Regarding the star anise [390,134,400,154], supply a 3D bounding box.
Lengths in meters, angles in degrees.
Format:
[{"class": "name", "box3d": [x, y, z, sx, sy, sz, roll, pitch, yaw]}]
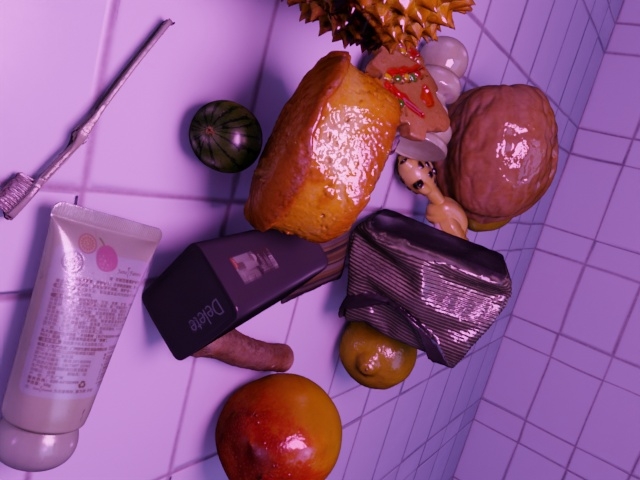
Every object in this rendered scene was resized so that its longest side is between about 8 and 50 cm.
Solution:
[{"class": "star anise", "box3d": [0.044, -0.167, 0.911, 0.236, 0.093, 0.229, -2, 96, -39]}]

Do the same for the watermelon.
[{"class": "watermelon", "box3d": [-0.125, -0.137, 0.702, 0.109, 0.108, 0.109, -33, 134, -42]}]

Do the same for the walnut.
[{"class": "walnut", "box3d": [0.431, -0.209, 1.283, 0.306, 0.306, 0.344, -12, 115, -52]}]

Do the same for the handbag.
[{"class": "handbag", "box3d": [0.211, 0.097, 1.111, 0.247, 0.340, 0.240, -34, 146, -71]}]

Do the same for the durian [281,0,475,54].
[{"class": "durian", "box3d": [0.061, -0.398, 0.613, 0.384, 0.347, 0.348, -12, 119, -41]}]

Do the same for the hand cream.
[{"class": "hand cream", "box3d": [-0.294, 0.115, 0.614, 0.147, 0.093, 0.306, 21, 90, -52]}]

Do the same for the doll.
[{"class": "doll", "box3d": [0.269, -0.100, 1.232, 0.291, 0.086, 0.117, 48, 35, -28]}]

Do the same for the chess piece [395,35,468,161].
[{"class": "chess piece", "box3d": [0.231, -0.309, 1.092, 0.144, 0.144, 0.252, 30, 77, -57]}]

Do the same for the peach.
[{"class": "peach", "box3d": [-0.075, 0.358, 0.953, 0.231, 0.230, 0.231, -33, 134, -42]}]

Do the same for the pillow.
[{"class": "pillow", "box3d": [0.000, 0.000, 1.006, 0.208, 0.052, 0.212, -17, 123, -55]}]

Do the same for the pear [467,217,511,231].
[{"class": "pear", "box3d": [0.487, -0.120, 1.531, 0.198, 0.198, 0.198, -33, 134, -42]}]

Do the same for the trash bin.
[{"class": "trash bin", "box3d": [-0.114, 0.062, 0.770, 0.165, 0.115, 0.225, -39, 169, 36]}]

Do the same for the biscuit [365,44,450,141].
[{"class": "biscuit", "box3d": [0.156, -0.295, 0.958, 0.212, 0.041, 0.239, 3, 72, -35]}]

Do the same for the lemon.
[{"class": "lemon", "box3d": [0.143, 0.262, 1.255, 0.248, 0.184, 0.184, -3, 112, -69]}]

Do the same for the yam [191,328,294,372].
[{"class": "yam", "box3d": [-0.135, 0.194, 0.918, 0.066, 0.066, 0.299, -63, 148, -7]}]

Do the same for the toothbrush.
[{"class": "toothbrush", "box3d": [-0.252, -0.143, 0.579, 0.294, 0.026, 0.028, -55, 130, -18]}]

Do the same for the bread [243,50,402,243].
[{"class": "bread", "box3d": [-0.003, -0.120, 0.716, 0.145, 0.268, 0.269, 26, 86, -16]}]
